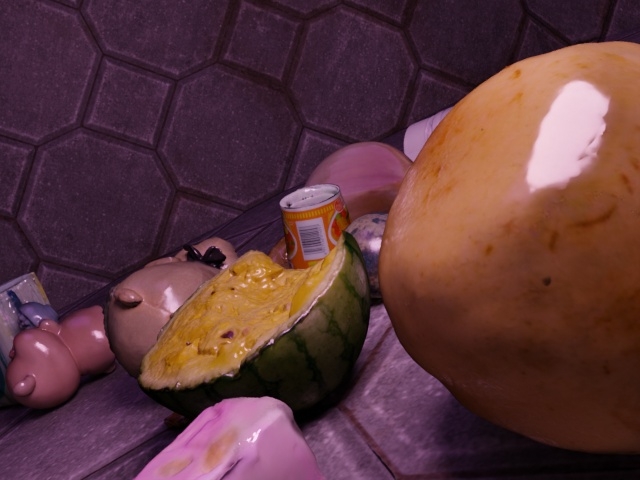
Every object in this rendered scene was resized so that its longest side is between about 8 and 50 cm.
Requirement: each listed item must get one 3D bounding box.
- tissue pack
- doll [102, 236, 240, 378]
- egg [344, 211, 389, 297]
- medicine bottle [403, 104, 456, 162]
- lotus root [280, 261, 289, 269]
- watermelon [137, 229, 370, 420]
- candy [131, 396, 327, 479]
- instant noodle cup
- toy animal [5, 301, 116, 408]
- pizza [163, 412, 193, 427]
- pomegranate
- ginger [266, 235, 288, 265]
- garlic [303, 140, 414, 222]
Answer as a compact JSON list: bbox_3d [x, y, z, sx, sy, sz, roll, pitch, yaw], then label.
[{"bbox_3d":[-0.814,0.268,1.592,0.388,0.287,0.162,-17,9,35],"label":"tissue pack"},{"bbox_3d":[-0.234,0.120,1.164,0.247,0.247,0.349,-22,-1,20],"label":"doll"},{"bbox_3d":[0.101,0.021,1.070,0.141,0.141,0.182,-20,8,28],"label":"egg"},{"bbox_3d":[0.375,-0.236,1.450,0.332,0.190,0.190,-18,15,34],"label":"medicine bottle"},{"bbox_3d":[-0.073,0.086,1.340,0.150,0.062,0.073,-27,37,-15],"label":"lotus root"},{"bbox_3d":[-0.060,0.136,0.836,0.331,0.189,0.331,-37,18,14],"label":"watermelon"},{"bbox_3d":[-0.098,0.256,0.476,0.116,0.155,0.265,-20,13,39],"label":"candy"},{"bbox_3d":[0.000,0.000,1.172,0.168,0.185,0.168,-12,21,5],"label":"instant noodle cup"},{"bbox_3d":[-0.567,0.257,1.394,0.221,0.229,0.210,9,-25,-24],"label":"toy animal"},{"bbox_3d":[-0.203,0.267,0.948,0.083,0.025,0.078,-33,7,3],"label":"pizza"},{"bbox_3d":[0.213,0.005,0.523,0.333,0.332,0.332,-25,12,6],"label":"pomegranate"},{"bbox_3d":[-0.116,0.068,1.444,0.294,0.086,0.131,-40,7,-40],"label":"ginger"},{"bbox_3d":[0.098,-0.070,1.394,0.340,0.231,0.245,-31,51,17],"label":"garlic"}]
